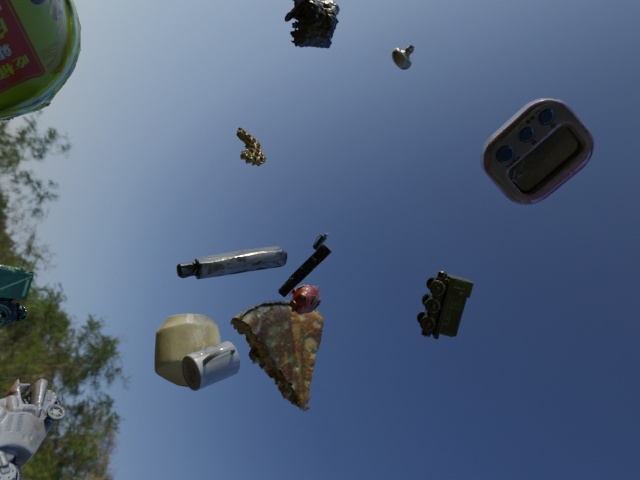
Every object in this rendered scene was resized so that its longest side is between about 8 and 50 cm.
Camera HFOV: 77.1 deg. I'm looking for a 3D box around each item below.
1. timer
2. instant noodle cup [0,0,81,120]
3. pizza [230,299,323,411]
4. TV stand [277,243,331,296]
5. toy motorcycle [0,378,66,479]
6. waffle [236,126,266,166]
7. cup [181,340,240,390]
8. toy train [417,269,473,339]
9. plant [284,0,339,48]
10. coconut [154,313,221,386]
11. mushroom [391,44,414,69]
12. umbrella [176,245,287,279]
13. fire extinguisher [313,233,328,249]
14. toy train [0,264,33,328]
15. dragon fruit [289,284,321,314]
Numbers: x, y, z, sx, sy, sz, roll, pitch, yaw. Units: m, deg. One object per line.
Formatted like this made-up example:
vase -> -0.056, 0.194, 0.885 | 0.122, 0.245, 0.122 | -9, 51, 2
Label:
timer -> 0.473, -0.194, 0.890 | 0.208, 0.190, 0.069 | -44, -167, 18
instant noodle cup -> -0.435, -0.304, 0.420 | 0.221, 0.310, 0.312 | 162, -77, -65
pizza -> -0.136, 0.418, 1.465 | 0.130, 0.439, 0.407 | -23, -110, 36
TV stand -> -0.059, 0.110, 1.463 | 0.249, 0.036, 0.042 | -45, -167, 10
toy motorcycle -> -0.611, 0.358, 0.770 | 0.110, 0.171, 0.260 | -46, -158, 5
waffle -> -0.309, -0.411, 1.772 | 0.051, 0.148, 0.194 | -31, -113, 26
cup -> -0.298, 0.329, 1.106 | 0.099, 0.133, 0.136 | 30, -64, 36
toy train -> 0.400, 0.213, 1.301 | 0.137, 0.090, 0.226 | 14, -83, 5
plant -> -0.043, -0.882, 1.606 | 0.204, 0.233, 0.178 | 117, -16, -66
coconut -> -0.479, 0.401, 1.454 | 0.244, 0.244, 0.248 | -30, -122, 47
mushroom -> 0.288, -0.632, 1.372 | 0.079, 0.085, 0.085 | -35, -116, 32
umbrella -> -0.261, 0.068, 1.220 | 0.073, 0.336, 0.067 | 17, -69, 57
fire extinguisher -> 0.000, 0.000, 1.520 | 0.083, 0.037, 0.025 | -51, -138, 30
toy train -> -0.762, 0.112, 0.848 | 0.115, 0.269, 0.155 | 0, -105, 35
dragon fruit -> -0.039, 0.167, 1.160 | 0.086, 0.116, 0.081 | 25, -61, 34
